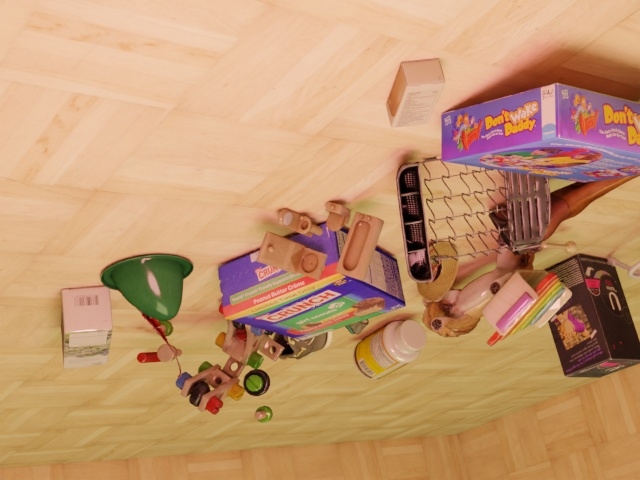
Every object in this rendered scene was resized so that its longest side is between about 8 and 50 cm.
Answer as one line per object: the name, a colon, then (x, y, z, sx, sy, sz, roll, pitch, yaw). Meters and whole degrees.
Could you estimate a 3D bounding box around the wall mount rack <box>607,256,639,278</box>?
wall mount rack: (0.846, 0.018, 2.211, 0.349, 0.131, 0.304, -8, 155, -11)

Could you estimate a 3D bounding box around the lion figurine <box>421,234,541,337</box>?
lion figurine: (0.378, 0.112, 2.166, 0.392, 0.142, 0.240, -30, 160, 29)

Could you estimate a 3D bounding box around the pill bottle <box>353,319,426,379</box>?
pill bottle: (0.188, 0.288, 2.524, 0.117, 0.117, 0.215, 3, 154, -33)

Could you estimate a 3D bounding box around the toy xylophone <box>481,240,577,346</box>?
toy xylophone: (0.462, 0.110, 2.033, 0.322, 0.081, 0.236, -8, 139, -56)

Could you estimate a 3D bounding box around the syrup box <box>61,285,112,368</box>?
syrup box: (-0.479, 0.181, 1.923, 0.093, 0.096, 0.237, -3, 157, -17)

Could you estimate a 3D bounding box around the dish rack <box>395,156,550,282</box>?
dish rack: (0.265, -0.055, 1.610, 0.271, 0.208, 0.074, -10, -162, -4)

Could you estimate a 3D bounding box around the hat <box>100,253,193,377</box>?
hat: (-0.309, 0.144, 1.802, 0.173, 0.184, 0.208, -28, 154, 34)

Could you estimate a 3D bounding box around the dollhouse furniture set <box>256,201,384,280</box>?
dollhouse furniture set: (0.000, 0.000, 1.668, 0.151, 0.144, 0.123, 18, 178, 36)

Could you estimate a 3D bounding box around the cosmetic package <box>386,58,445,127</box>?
cosmetic package: (0.135, -0.210, 1.355, 0.060, 0.041, 0.115, -7, 158, -12)

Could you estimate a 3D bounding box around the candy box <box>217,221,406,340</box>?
candy box: (-0.011, 0.094, 1.925, 0.268, 0.122, 0.317, -21, 156, 23)

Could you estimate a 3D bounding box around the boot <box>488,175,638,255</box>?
boot: (0.462, -0.087, 1.786, 0.280, 0.096, 0.264, -34, 176, 5)

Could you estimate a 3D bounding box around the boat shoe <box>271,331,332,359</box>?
boat shoe: (-0.046, 0.222, 2.244, 0.091, 0.109, 0.305, -10, 163, -18)

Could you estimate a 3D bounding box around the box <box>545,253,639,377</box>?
box: (0.662, 0.189, 2.322, 0.165, 0.271, 0.143, 7, 152, -41)

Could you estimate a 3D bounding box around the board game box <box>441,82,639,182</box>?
board game box: (0.394, -0.158, 1.476, 0.347, 0.078, 0.233, 5, 173, -36)

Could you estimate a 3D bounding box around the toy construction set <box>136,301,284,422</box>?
toy construction set: (-0.227, 0.262, 2.148, 0.308, 0.258, 0.237, 4, 175, 14)

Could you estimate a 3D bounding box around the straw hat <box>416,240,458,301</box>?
straw hat: (0.230, 0.057, 2.037, 0.061, 0.145, 0.144, 21, -175, 42)

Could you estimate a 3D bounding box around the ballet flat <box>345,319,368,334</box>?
ballet flat: (0.066, 0.172, 2.263, 0.068, 0.072, 0.213, -42, 156, 1)
